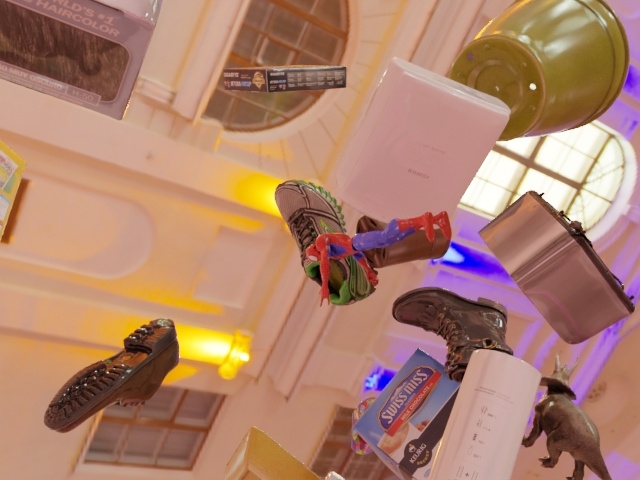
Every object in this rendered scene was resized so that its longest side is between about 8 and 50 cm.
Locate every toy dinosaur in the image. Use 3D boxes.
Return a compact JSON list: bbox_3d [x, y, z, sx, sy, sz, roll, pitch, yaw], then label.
[{"bbox_3d":[0.486,0.377,1.349,0.313,0.121,0.160,-99,-167,-59],"label":"toy dinosaur"}]

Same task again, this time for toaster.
[{"bbox_3d":[0.319,0.030,0.937,0.110,0.186,0.168,-39,-155,11],"label":"toaster"}]

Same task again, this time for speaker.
[{"bbox_3d":[0.115,0.149,0.493,0.055,0.055,0.136,-10,-130,55],"label":"speaker"}]

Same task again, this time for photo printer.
[{"bbox_3d":[0.182,-0.166,1.314,0.107,0.256,0.307,-102,-146,-56],"label":"photo printer"}]

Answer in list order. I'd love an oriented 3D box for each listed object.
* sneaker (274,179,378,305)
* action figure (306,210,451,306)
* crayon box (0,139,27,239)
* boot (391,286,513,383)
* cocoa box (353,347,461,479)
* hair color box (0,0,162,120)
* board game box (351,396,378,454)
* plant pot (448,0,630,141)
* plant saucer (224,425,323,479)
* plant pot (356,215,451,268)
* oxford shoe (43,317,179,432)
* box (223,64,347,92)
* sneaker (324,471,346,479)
[{"bbox_3d":[0.000,0.000,1.611,0.134,0.146,0.343,-42,-101,33],"label":"sneaker"},{"bbox_3d":[0.088,0.037,1.177,0.280,0.091,0.139,-8,-94,39],"label":"action figure"},{"bbox_3d":[-0.586,-0.088,1.053,0.083,0.203,0.323,-34,-145,13],"label":"crayon box"},{"bbox_3d":[0.261,0.190,1.328,0.229,0.263,0.091,-66,157,-60],"label":"boot"},{"bbox_3d":[0.258,0.441,1.507,0.228,0.347,0.231,35,-105,32],"label":"cocoa box"},{"bbox_3d":[-0.195,-0.295,0.534,0.113,0.185,0.374,-46,-147,51],"label":"hair color box"},{"bbox_3d":[0.148,0.536,1.951,0.033,0.133,0.169,7,-82,49],"label":"board game box"},{"bbox_3d":[0.487,-0.391,1.610,0.366,0.353,0.366,21,-55,33],"label":"plant pot"},{"bbox_3d":[-0.105,0.662,1.744,0.081,0.332,0.333,-46,170,-40],"label":"plant saucer"},{"bbox_3d":[0.181,-0.017,1.553,0.167,0.165,0.167,39,-44,50],"label":"plant pot"},{"bbox_3d":[-0.282,0.210,0.968,0.082,0.227,0.096,10,-58,39],"label":"oxford shoe"},{"bbox_3d":[-0.079,-0.361,1.514,0.175,0.220,0.051,18,-65,50],"label":"box"},{"bbox_3d":[0.008,0.516,1.273,0.094,0.080,0.212,-52,173,5],"label":"sneaker"}]
